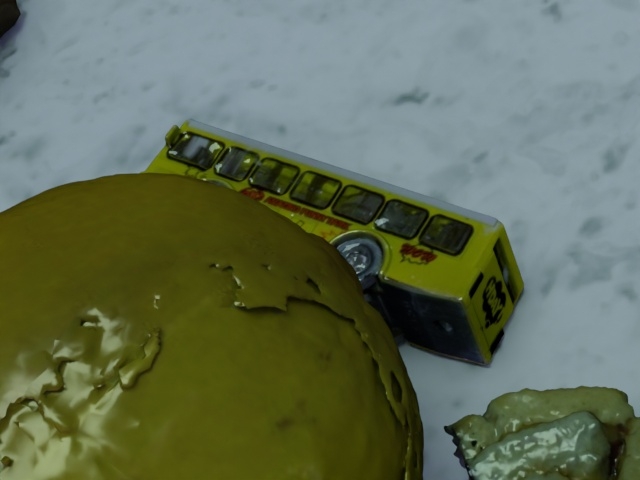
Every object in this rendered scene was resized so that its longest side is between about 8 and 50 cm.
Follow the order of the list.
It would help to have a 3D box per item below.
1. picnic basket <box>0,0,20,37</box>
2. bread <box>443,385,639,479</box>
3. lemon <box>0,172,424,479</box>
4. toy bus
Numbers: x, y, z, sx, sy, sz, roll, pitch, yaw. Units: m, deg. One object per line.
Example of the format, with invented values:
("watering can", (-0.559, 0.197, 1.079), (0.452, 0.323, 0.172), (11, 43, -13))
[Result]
("picnic basket", (-0.405, -0.228, 1.198), (0.293, 0.337, 0.337), (-46, 53, -11))
("bread", (0.137, 0.139, 0.876), (0.110, 0.103, 0.156), (-20, 57, -6))
("lemon", (-0.094, 0.113, 0.864), (0.297, 0.297, 0.297), (-11, 55, 15))
("toy bus", (0.000, 0.000, 1.028), (0.226, 0.081, 0.074), (19, 65, 31))
